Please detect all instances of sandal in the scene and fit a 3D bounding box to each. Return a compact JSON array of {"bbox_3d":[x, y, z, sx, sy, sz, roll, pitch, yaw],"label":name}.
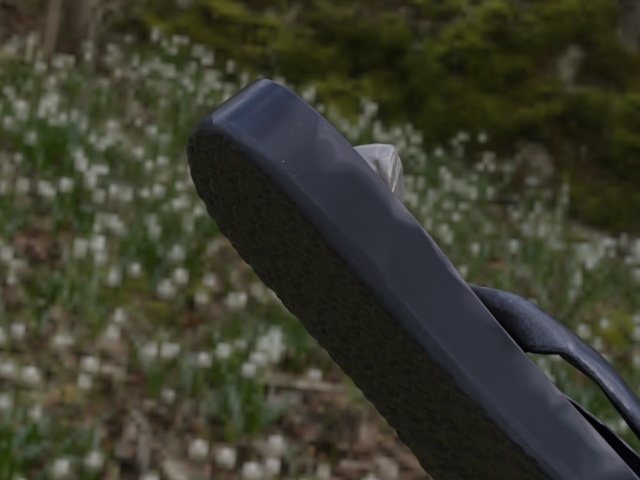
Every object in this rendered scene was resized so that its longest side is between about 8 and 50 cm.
[{"bbox_3d":[0.061,0.048,0.549,0.254,0.054,0.097,51,-20,4],"label":"sandal"}]

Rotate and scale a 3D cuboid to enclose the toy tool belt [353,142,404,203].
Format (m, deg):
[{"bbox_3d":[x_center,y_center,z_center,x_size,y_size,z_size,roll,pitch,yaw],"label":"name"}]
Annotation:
[{"bbox_3d":[0.000,0.000,0.689,0.051,0.083,0.052,5,-35,13],"label":"toy tool belt"}]
